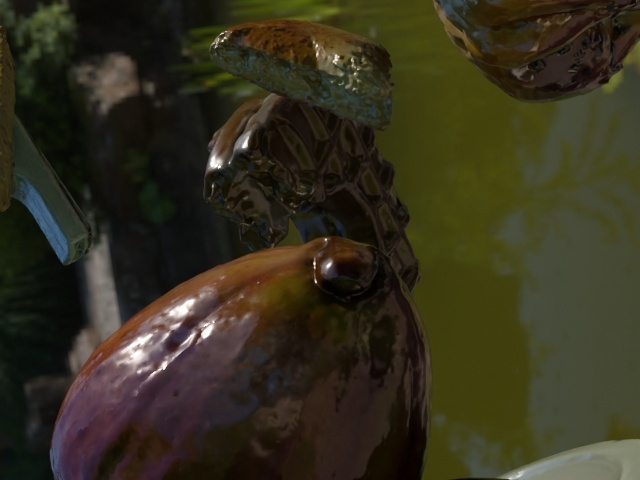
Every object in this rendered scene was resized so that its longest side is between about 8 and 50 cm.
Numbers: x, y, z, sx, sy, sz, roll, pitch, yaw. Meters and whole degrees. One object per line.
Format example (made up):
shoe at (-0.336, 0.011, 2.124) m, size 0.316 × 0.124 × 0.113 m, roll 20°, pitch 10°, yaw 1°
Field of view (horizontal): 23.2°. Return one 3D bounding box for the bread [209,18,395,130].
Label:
bread at (0.012, -0.137, 1.199) m, size 0.154 × 0.136 × 0.054 m, roll 26°, pitch 111°, yaw 19°

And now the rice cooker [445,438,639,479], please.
rice cooker at (0.156, 0.304, 1.032) m, size 0.325 × 0.335 × 0.335 m, roll 60°, pitch 165°, yaw -2°

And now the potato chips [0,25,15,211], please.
potato chips at (-0.385, -0.121, 1.805) m, size 0.407 × 0.057 × 0.080 m, roll -104°, pitch 2°, yaw -55°

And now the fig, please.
fig at (-0.039, 0.121, 0.991) m, size 0.224 × 0.263 × 0.224 m, roll 51°, pitch 177°, yaw 4°

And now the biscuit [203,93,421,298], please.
biscuit at (0.009, -0.002, 1.676) m, size 0.366 × 0.115 × 0.268 m, roll 67°, pitch -149°, yaw -25°

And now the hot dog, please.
hot dog at (0.279, -0.295, 1.491) m, size 0.196 × 0.365 × 0.367 m, roll 50°, pitch 179°, yaw 21°

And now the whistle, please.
whistle at (-0.425, -0.075, 1.951) m, size 0.289 × 0.163 × 0.163 m, roll 56°, pitch 159°, yaw 10°
